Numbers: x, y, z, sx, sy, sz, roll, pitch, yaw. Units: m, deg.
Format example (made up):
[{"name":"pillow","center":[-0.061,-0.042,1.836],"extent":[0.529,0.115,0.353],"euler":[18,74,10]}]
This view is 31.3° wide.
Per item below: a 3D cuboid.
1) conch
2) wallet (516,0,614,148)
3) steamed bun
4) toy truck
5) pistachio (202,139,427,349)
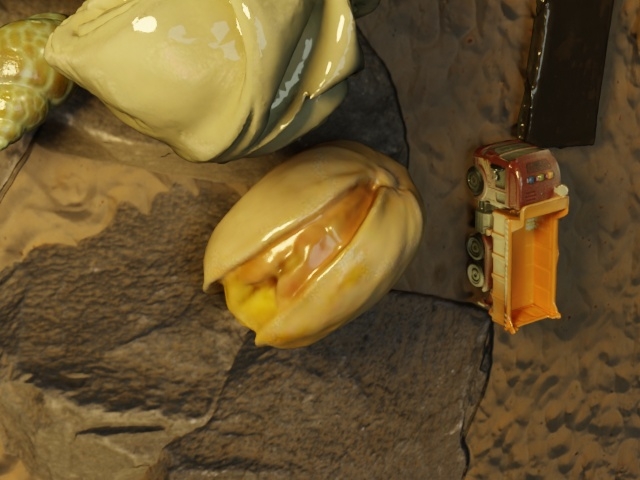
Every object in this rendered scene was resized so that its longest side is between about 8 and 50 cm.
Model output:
[{"name":"conch","center":[-0.320,-0.186,1.260],"extent":[0.173,0.106,0.116],"euler":[-28,139,-40]},{"name":"wallet","center":[0.378,-0.291,1.733],"extent":[0.165,0.042,0.310],"euler":[-6,110,-34]},{"name":"steamed bun","center":[-0.083,-0.221,1.223],"extent":[0.255,0.342,0.367],"euler":[54,48,-6]},{"name":"toy truck","center":[0.294,-0.008,1.710],"extent":[0.114,0.135,0.271],"euler":[-15,113,-29]},{"name":"pistachio","center":[0.000,0.000,1.475],"extent":[0.309,0.230,0.230],"euler":[-43,124,-10]}]
